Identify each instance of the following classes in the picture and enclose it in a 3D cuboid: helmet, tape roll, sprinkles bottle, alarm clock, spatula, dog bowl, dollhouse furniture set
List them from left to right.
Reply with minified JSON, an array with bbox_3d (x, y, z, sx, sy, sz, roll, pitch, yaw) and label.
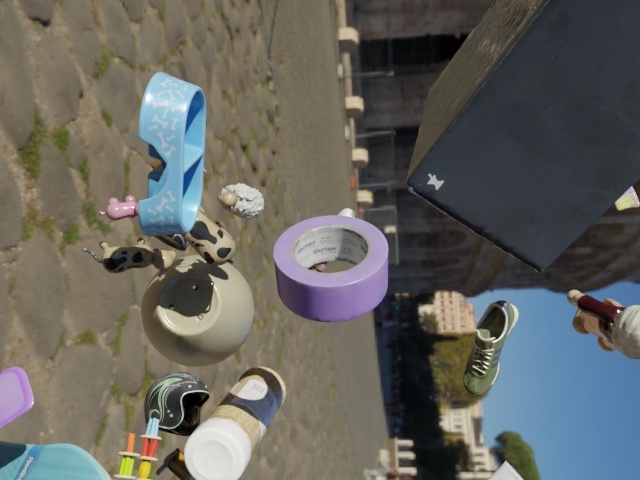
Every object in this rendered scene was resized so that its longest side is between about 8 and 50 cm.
[{"bbox_3d":[-0.526,0.260,0.876,0.084,0.297,0.030,54,-19,36],"label":"spatula"},{"bbox_3d":[-0.390,-0.022,1.776,0.064,0.192,0.129,-58,145,-15],"label":"alarm clock"},{"bbox_3d":[-0.258,-0.143,1.177,0.166,0.074,0.297,-74,173,-65],"label":"dog bowl"},{"bbox_3d":[-0.392,0.437,1.806,0.169,0.170,0.161,74,25,-65],"label":"helmet"},{"bbox_3d":[-0.343,0.817,2.021,0.201,0.374,0.152,-55,166,18],"label":"dollhouse furniture set"},{"bbox_3d":[-0.167,0.377,1.395,0.355,0.121,0.121,-39,127,-77],"label":"sprinkles bottle"},{"bbox_3d":[0.018,0.043,1.108,0.189,0.189,0.080,-84,173,-53],"label":"tape roll"}]

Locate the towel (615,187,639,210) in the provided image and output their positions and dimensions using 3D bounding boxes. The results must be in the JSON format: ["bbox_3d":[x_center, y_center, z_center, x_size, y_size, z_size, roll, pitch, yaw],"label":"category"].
[{"bbox_3d":[0.810,-0.121,1.778,0.009,0.060,0.083,56,18,-70],"label":"towel"}]

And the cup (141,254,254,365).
[{"bbox_3d":[-0.352,0.186,1.860,0.237,0.331,0.330,113,-24,-78],"label":"cup"}]

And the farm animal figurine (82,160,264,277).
[{"bbox_3d":[-0.328,-0.029,1.546,0.330,0.327,0.172,-58,-150,6],"label":"farm animal figurine"}]

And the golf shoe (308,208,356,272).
[{"bbox_3d":[0.000,0.000,1.346,0.186,0.086,0.067,-50,-166,28],"label":"golf shoe"}]

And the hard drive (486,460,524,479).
[{"bbox_3d":[0.317,0.619,1.322,0.040,0.318,0.210,44,1,-23],"label":"hard drive"}]

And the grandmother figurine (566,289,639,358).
[{"bbox_3d":[0.537,0.153,1.187,0.104,0.208,0.342,-63,171,0],"label":"grandmother figurine"}]

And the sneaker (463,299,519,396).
[{"bbox_3d":[0.310,0.199,1.254,0.086,0.064,0.192,29,85,-55],"label":"sneaker"}]

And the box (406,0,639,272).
[{"bbox_3d":[0.416,-0.292,1.160,0.480,0.297,0.471,-54,-174,34],"label":"box"}]

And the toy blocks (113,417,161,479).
[{"bbox_3d":[-0.426,0.489,1.567,0.123,0.054,0.148,49,41,-56],"label":"toy blocks"}]

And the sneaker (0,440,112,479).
[{"bbox_3d":[-0.398,0.411,1.033,0.127,0.319,0.208,-63,141,-35],"label":"sneaker"}]
